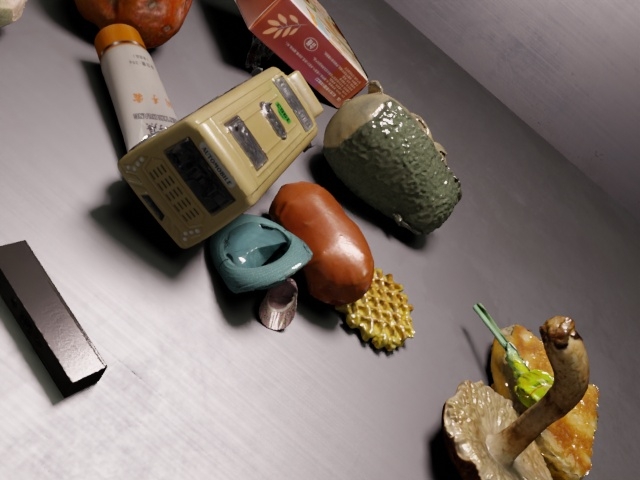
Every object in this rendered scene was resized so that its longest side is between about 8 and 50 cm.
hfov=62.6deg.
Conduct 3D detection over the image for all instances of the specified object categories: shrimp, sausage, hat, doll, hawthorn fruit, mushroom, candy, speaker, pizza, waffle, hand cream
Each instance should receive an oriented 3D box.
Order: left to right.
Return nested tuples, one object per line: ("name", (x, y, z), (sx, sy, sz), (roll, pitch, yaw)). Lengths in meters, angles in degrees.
("speaker", (-0.320, 0.087, 0.608), (0.191, 0.040, 0.046), (51, 37, 13))
("hawthorn fruit", (-0.365, -0.522, 1.040), (0.258, 0.261, 0.258), (34, -2, 2))
("hand cream", (-0.318, -0.236, 0.925), (0.140, 0.089, 0.314), (-6, 66, -52))
("hat", (-0.093, 0.031, 0.831), (0.138, 0.077, 0.191), (-29, 42, -20))
("shrimp", (-0.144, -0.497, 1.358), (0.082, 0.076, 0.174), (18, 37, -3))
("hat", (-0.070, 0.099, 0.838), (0.058, 0.042, 0.086), (23, 73, -17))
("sausage", (0.002, -0.001, 0.917), (0.133, 0.133, 0.258), (3, 42, -41))
("waffle", (0.098, 0.114, 0.969), (0.191, 0.038, 0.191), (24, 40, -22))
("doll", (0.169, -0.177, 1.180), (0.349, 0.247, 0.247), (46, 34, -14))
("candy", (0.359, 0.214, 0.993), (0.077, 0.073, 0.262), (57, 5, -42))
("mushroom", (0.309, 0.291, 0.777), (0.233, 0.301, 0.208), (41, 59, 10))
("pizza", (0.445, 0.315, 1.024), (0.226, 0.086, 0.335), (5, 48, -22))

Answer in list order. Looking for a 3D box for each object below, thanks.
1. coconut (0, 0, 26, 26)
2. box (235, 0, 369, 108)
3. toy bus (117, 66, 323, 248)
("coconut", (-0.552, -0.416, 0.815), (0.195, 0.194, 0.194), (25, 39, -22))
("box", (-0.069, -0.582, 1.388), (0.385, 0.122, 0.344), (26, 34, -51))
("toy bus", (-0.138, -0.154, 0.860), (0.176, 0.202, 0.365), (55, 31, -17))
